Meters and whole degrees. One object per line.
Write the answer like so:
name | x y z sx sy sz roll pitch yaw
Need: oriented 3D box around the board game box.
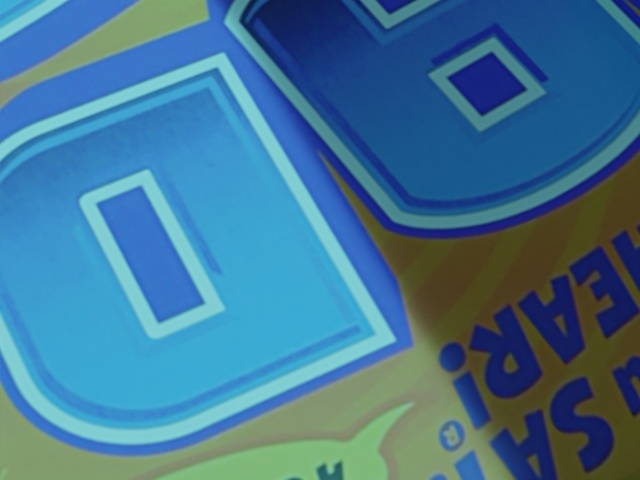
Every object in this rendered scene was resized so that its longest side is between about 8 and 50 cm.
board game box | 0.000 0.000 0.577 0.356 0.356 0.356 -31 66 -20
